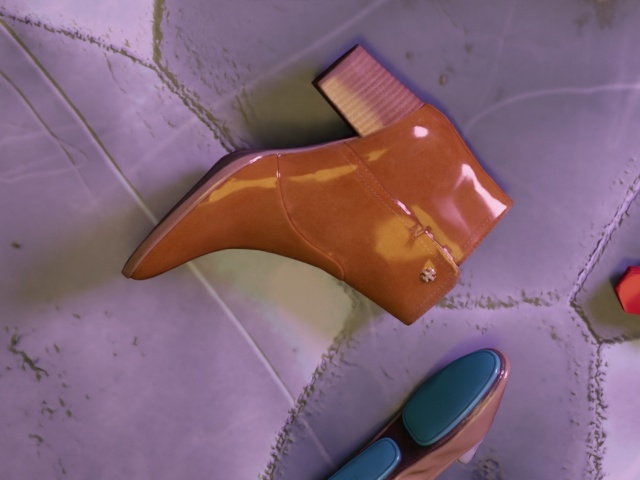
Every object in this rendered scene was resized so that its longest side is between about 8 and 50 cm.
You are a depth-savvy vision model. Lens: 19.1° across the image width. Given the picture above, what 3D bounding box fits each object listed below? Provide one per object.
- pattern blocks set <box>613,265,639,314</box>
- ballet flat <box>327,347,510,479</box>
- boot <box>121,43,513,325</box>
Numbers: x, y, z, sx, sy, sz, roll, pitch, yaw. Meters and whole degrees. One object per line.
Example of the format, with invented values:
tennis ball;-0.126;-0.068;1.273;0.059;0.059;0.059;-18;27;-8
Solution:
pattern blocks set;0.449;0.018;1.636;0.325;0.026;0.285;28;102;-4
ballet flat;0.089;0.185;1.670;0.232;0.080;0.073;-41;126;12
boot;0.001;-0.001;1.607;0.295;0.104;0.211;-40;98;5
